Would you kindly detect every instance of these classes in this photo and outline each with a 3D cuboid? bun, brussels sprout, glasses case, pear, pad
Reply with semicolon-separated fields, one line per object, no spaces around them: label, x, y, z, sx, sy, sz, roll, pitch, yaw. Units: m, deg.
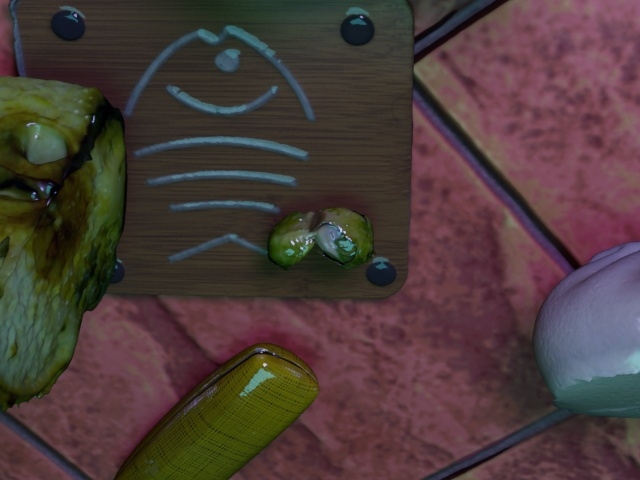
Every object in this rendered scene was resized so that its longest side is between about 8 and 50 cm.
bun;0.246;0.061;1.005;0.173;0.120;0.173;-1;161;0
brussels sprout;-0.001;-0.001;1.005;0.083;0.046;0.051;-5;119;7
glasses case;-0.096;0.168;1.146;0.079;0.064;0.234;33;122;-21
pear;-0.286;-0.003;0.914;0.255;0.238;0.164;12;134;5
pad;-0.075;-0.070;0.999;0.286;0.018;0.284;0;126;2
